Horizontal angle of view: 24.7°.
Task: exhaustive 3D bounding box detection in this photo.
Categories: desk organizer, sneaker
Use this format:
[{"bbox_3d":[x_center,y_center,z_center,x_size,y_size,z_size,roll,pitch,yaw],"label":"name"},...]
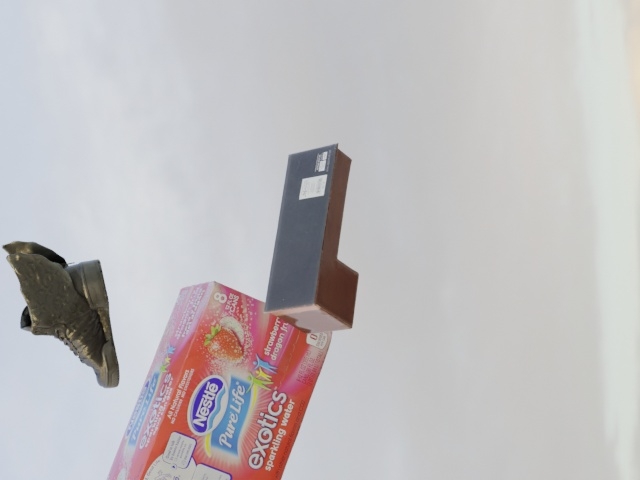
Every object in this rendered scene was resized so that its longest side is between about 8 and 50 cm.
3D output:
[{"bbox_3d":[0.000,0.000,1.074,0.050,0.047,0.130,34,-125,-45],"label":"desk organizer"},{"bbox_3d":[-0.246,0.074,1.394,0.051,0.089,0.170,-119,22,-57],"label":"sneaker"}]

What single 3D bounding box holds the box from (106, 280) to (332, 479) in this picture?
[{"bbox_3d":[-0.103,0.178,1.344,0.123,0.128,0.256,-12,56,68],"label":"box"}]
